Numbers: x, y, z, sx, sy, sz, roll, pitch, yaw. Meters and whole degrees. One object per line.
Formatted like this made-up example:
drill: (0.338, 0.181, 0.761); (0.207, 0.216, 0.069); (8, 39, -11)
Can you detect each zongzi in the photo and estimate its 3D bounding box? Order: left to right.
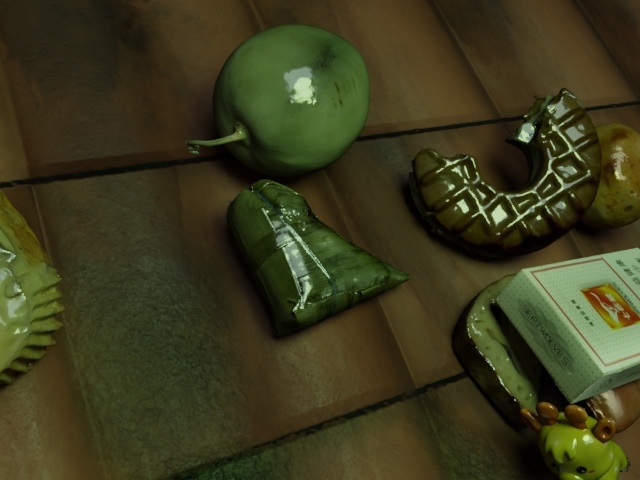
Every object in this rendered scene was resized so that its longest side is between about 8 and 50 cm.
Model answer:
zongzi: (0.000, 0.000, 1.103); (0.275, 0.125, 0.250); (-19, 78, -33)

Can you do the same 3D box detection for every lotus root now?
lotus root: (0.320, 0.174, 1.168); (0.170, 0.074, 0.260); (28, 56, -5)

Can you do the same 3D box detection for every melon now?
melon: (-0.047, -0.242, 1.146); (0.272, 0.271, 0.307); (26, 50, -8)

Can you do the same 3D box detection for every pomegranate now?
pomegranate: (0.584, -0.138, 1.372); (0.216, 0.215, 0.215); (10, 59, -17)

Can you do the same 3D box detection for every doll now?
doll: (0.409, 0.322, 1.045); (0.220, 0.143, 0.135); (54, 52, -29)

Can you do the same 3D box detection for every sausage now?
sausage: (0.573, 0.242, 1.215); (0.349, 0.094, 0.097); (-25, 75, -35)

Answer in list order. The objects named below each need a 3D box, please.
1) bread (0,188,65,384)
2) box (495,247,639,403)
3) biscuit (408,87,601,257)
bread: (-0.496, 0.022, 0.867); (0.236, 0.183, 0.388); (-29, 82, -17)
box: (0.487, 0.130, 1.132); (0.331, 0.095, 0.210); (-6, 50, -34)
biscuit: (0.363, -0.106, 1.255); (0.366, 0.115, 0.268); (-28, 84, -3)
